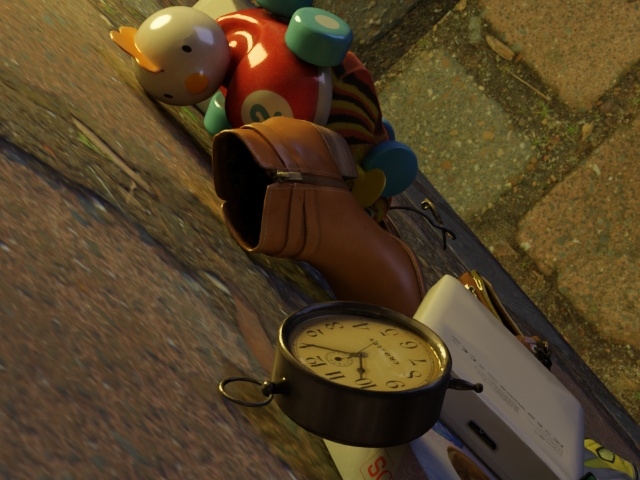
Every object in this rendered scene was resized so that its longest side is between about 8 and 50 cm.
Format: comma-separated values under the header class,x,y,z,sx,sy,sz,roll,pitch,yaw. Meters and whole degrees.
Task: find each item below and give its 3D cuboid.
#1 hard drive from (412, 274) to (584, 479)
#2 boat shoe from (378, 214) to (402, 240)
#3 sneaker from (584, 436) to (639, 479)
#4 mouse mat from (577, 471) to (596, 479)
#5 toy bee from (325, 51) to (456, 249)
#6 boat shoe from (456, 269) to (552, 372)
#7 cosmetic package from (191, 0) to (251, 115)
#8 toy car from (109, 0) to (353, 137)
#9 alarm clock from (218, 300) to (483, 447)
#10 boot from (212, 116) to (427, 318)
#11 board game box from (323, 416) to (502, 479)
class,x,y,z,sx,sy,sz,roll,pitch,yaw
hard drive,0.164,0.138,1.403,0.203,0.040,0.307,45,13,1
boat shoe,0.055,-0.046,2.184,0.178,0.064,0.060,48,6,-10
sneaker,0.309,0.281,1.643,0.147,0.145,0.384,52,8,35
mouse mat,0.249,0.268,1.257,0.153,0.007,0.189,67,11,11
toy bee,0.041,-0.070,1.826,0.298,0.162,0.195,58,-2,-16
boat shoe,0.266,0.170,2.073,0.307,0.104,0.110,50,9,21
cosmetic package,-0.131,-0.250,2.011,0.107,0.127,0.238,44,7,-18
toy car,-0.124,-0.192,1.713,0.238,0.219,0.210,5,35,-30
alarm clock,0.012,0.102,1.105,0.192,0.064,0.129,-4,30,-32
boot,0.000,0.000,1.568,0.220,0.109,0.283,-6,75,-63
board game box,0.148,0.263,1.180,0.318,0.066,0.318,41,10,-33
